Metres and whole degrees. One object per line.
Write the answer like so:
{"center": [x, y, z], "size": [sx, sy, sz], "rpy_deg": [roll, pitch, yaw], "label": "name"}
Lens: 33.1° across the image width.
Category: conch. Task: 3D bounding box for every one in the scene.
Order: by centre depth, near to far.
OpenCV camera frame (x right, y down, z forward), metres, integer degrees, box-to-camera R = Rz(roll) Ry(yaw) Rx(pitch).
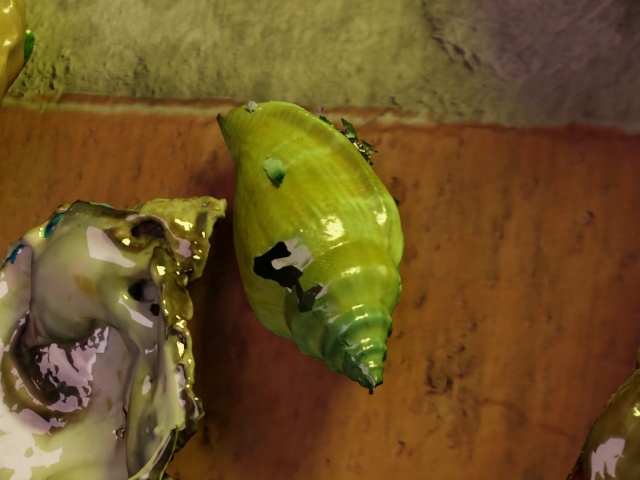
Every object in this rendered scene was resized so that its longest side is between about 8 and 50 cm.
{"center": [-0.001, 0.000, 0.604], "size": [0.095, 0.079, 0.200], "rpy_deg": [-12, 64, 2], "label": "conch"}

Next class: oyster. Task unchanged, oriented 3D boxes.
{"center": [-0.149, 0.083, 0.643], "size": [0.223, 0.083, 0.214], "rpy_deg": [-9, 72, 28], "label": "oyster"}

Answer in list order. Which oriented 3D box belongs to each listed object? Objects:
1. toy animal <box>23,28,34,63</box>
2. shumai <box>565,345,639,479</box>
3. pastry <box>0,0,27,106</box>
{"center": [-0.266, -0.053, 0.750], "size": [0.075, 0.041, 0.217], "rpy_deg": [16, 81, 29], "label": "toy animal"}
{"center": [0.159, 0.105, 0.484], "size": [0.105, 0.123, 0.139], "rpy_deg": [1, 65, 13], "label": "shumai"}
{"center": [-0.355, -0.120, 0.693], "size": [0.316, 0.184, 0.284], "rpy_deg": [-32, 51, 11], "label": "pastry"}
